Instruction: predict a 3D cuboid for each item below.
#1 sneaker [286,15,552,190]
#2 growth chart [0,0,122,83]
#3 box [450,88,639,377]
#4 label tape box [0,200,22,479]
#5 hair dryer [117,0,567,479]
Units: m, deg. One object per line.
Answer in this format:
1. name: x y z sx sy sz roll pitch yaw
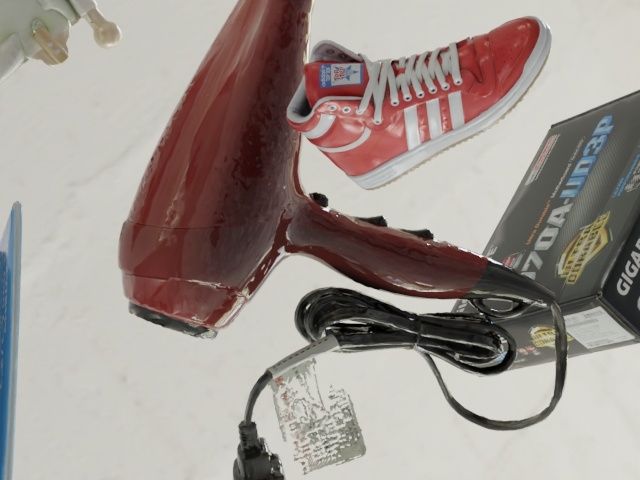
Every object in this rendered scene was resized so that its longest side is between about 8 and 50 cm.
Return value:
1. sneaker: 0.038 -0.070 0.633 0.067 0.118 0.042 34 -143 -32
2. growth chart: -0.246 -0.119 0.776 0.237 0.021 0.172 -36 -81 -18
3. box: 0.193 -0.013 1.030 0.051 0.175 0.220 42 -120 -17
4. label tape box: -0.222 0.147 0.655 0.115 0.347 0.249 6 -110 -21
5. hair dryer: 0.000 0.000 0.792 0.223 0.080 0.293 -25 -73 -23
